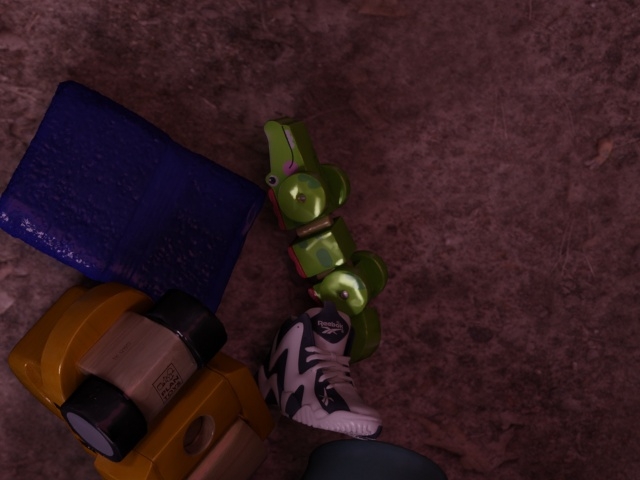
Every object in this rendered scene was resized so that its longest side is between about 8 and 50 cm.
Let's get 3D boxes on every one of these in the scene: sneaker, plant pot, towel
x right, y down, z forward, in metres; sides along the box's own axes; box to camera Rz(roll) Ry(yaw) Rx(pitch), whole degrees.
[{"bbox_3d":[0.008,0.153,1.998,0.094,0.235,0.153,18,87,-30],"label":"sneaker"},{"bbox_3d":[0.051,0.393,1.982,0.272,0.272,0.255,25,58,-19],"label":"plant pot"},{"bbox_3d":[-0.240,-0.038,2.023,0.308,0.076,0.227,31,63,-16],"label":"towel"}]

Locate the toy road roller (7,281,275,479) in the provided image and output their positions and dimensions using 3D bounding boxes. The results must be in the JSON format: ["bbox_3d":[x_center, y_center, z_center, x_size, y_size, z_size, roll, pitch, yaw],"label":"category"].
[{"bbox_3d":[-0.226,0.188,1.945,0.202,0.241,0.329,-49,139,-23],"label":"toy road roller"}]

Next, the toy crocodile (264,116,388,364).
[{"bbox_3d":[0.000,0.000,2.099,0.340,0.105,0.115,67,20,-7],"label":"toy crocodile"}]
